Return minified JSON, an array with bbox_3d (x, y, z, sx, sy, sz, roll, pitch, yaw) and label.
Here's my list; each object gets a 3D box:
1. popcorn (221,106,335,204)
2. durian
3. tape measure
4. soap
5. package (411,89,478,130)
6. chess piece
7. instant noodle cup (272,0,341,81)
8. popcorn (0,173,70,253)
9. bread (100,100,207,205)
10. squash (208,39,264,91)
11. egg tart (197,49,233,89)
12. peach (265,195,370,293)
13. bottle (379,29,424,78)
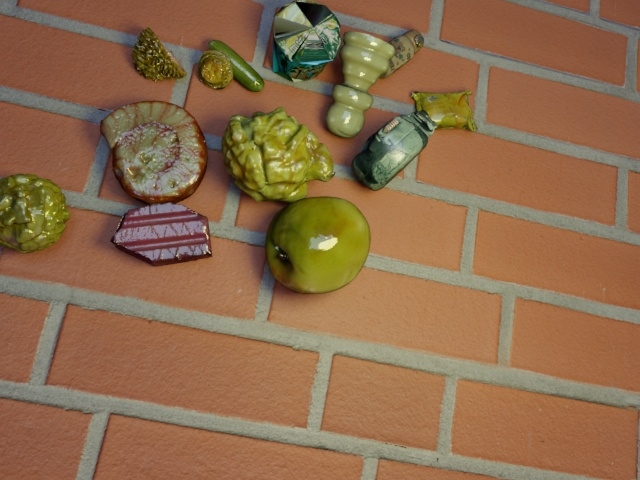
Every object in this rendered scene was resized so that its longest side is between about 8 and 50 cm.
[{"bbox_3d":[-0.151,-0.259,1.760,0.335,0.274,0.279,40,32,25],"label":"popcorn"},{"bbox_3d":[-0.528,-0.603,1.855,0.132,0.165,0.182,-30,110,-45],"label":"durian"},{"bbox_3d":[0.224,-0.289,1.852,0.147,0.256,0.275,47,48,3],"label":"tape measure"},{"bbox_3d":[-0.482,-0.016,1.732,0.290,0.112,0.182,-8,79,-12],"label":"soap"},{"bbox_3d":[0.440,-0.454,2.010,0.227,0.090,0.168,-5,77,-9],"label":"package"},{"bbox_3d":[0.114,-0.503,1.896,0.183,0.182,0.330,17,101,-7],"label":"chess piece"},{"bbox_3d":[-0.057,-0.652,1.913,0.241,0.178,0.240,2,78,-10],"label":"instant noodle cup"},{"bbox_3d":[-0.854,-0.077,1.631,0.259,0.212,0.258,5,72,-15],"label":"popcorn"},{"bbox_3d":[-0.502,-0.272,1.783,0.295,0.114,0.327,-18,81,-15],"label":"bread"},{"bbox_3d":[-0.283,-0.584,1.914,0.239,0.069,0.069,43,74,0],"label":"squash"},{"bbox_3d":[-0.347,-0.559,1.876,0.131,0.052,0.130,3,112,8],"label":"egg tart"},{"bbox_3d":[-0.003,0.007,1.733,0.316,0.281,0.314,-10,74,-22],"label":"peach"},{"bbox_3d":[0.277,-0.663,2.015,0.209,0.110,0.097,-40,119,-15],"label":"bottle"}]
